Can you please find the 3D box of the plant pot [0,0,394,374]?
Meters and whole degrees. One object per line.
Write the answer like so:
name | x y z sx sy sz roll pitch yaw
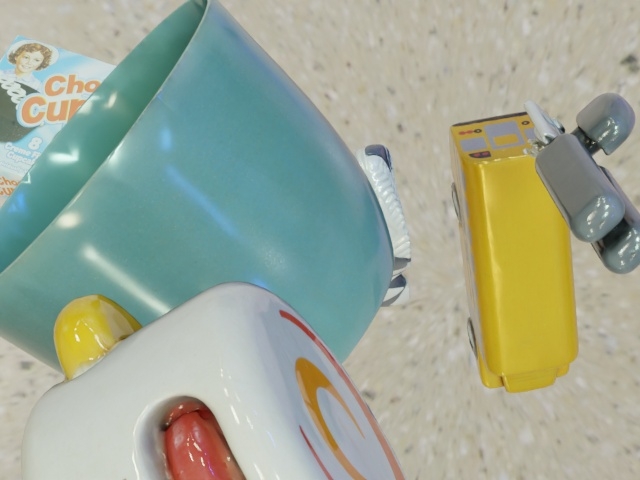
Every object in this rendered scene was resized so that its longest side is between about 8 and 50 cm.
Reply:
plant pot | -0.090 0.004 1.158 0.235 0.293 0.293 40 92 -16

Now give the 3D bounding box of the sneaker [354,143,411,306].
sneaker | 0.000 0.000 1.423 0.153 0.235 0.094 -11 69 -1

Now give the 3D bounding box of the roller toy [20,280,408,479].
roller toy | -0.050 0.130 0.770 0.146 0.191 0.209 -32 119 11

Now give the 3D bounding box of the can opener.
can opener | 0.219 -0.063 1.273 0.074 0.280 0.093 42 108 -16

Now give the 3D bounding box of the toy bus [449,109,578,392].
toy bus | 0.210 0.026 1.667 0.108 0.130 0.332 -10 121 -1

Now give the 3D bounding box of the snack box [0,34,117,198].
snack box | -0.239 -0.107 1.761 0.322 0.060 0.187 18 57 11
